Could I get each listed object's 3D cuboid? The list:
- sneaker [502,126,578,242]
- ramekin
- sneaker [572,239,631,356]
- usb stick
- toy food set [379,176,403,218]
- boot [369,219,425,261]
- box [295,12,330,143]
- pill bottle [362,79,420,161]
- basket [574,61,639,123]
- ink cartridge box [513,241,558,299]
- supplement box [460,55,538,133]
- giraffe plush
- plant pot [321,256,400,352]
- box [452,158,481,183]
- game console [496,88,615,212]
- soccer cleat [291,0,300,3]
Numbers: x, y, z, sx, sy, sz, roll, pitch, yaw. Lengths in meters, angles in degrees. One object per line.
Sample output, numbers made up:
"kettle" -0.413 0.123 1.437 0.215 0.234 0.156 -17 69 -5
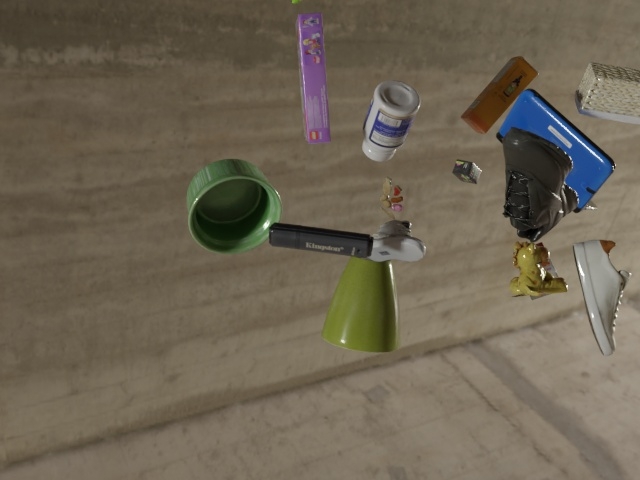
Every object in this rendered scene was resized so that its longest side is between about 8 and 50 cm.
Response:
"sneaker" 0.378 -0.089 1.231 0.109 0.130 0.286 34 172 42
"ramekin" -0.288 -0.117 2.237 0.304 0.303 0.148 -2 -143 -22
"sneaker" 0.712 0.138 1.701 0.123 0.290 0.106 -11 179 15
"usb stick" 0.000 0.000 1.829 0.278 0.077 0.045 7 -139 2
"toy food set" 0.203 -0.118 1.916 0.078 0.122 0.019 39 -125 20
"boot" 0.226 -0.011 1.975 0.258 0.095 0.123 -3 -131 58
"box" -0.019 -0.386 1.670 0.057 0.293 0.201 -5 -168 -3
"pill bottle" 0.162 -0.282 1.664 0.112 0.186 0.112 6 -125 -9
"basket" 0.724 -0.362 1.690 0.167 0.103 0.113 11 -143 4
"ink cartridge box" 0.872 0.124 2.779 0.128 0.127 0.176 -22 -141 13
"supplement box" 0.519 -0.423 2.011 0.078 0.233 0.080 40 -173 -11
"giraffe plush" 0.668 0.085 2.190 0.210 0.170 0.181 -5 180 -39
"plant pot" 0.157 0.200 2.357 0.275 0.293 0.275 7 -172 -1
"box" 0.492 -0.230 2.320 0.062 0.052 0.083 16 174 39
"game console" 0.607 -0.224 1.732 0.173 0.250 0.293 -27 -115 -30
"soccer cleat" -0.093 -0.788 2.040 0.060 0.178 0.072 -17 176 -30
